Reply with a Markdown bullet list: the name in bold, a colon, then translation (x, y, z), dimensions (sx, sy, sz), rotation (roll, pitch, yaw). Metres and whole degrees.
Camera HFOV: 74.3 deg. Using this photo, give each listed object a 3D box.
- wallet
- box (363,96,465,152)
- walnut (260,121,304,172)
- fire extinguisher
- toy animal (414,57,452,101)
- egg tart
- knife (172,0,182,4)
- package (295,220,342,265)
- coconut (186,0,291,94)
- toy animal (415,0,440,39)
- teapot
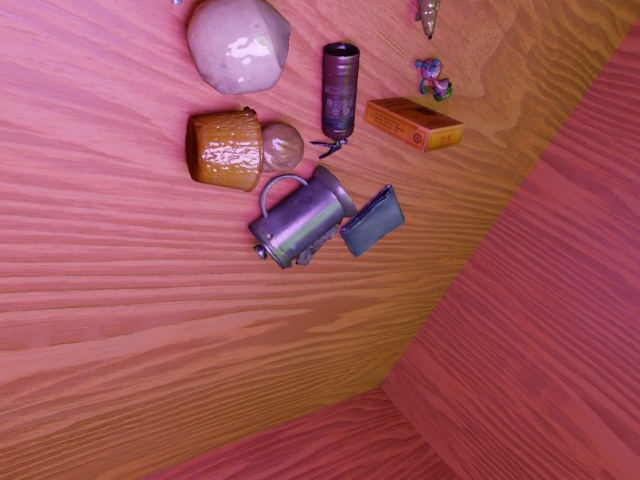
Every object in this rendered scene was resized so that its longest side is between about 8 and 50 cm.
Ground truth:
- **wallet**: translation (0.226, -0.067, 1.784), dimensions (0.290, 0.054, 0.251), rotation (-42, 144, -3)
- **box**: translation (0.293, -0.376, 1.349), dimensions (0.174, 0.274, 0.076), rotation (-20, 134, -33)
- **walnut**: translation (-0.122, -0.257, 1.163), dimensions (0.166, 0.149, 0.166), rotation (-16, 167, -4)
- **fire extinguisher**: translation (0.036, -0.386, 1.241), dimensions (0.137, 0.102, 0.344), rotation (-1, 135, -4)
- **toy animal**: translation (0.381, -0.548, 1.440), dimensions (0.103, 0.100, 0.208), rotation (-32, 159, 19)
- **egg tart**: translation (-0.231, -0.222, 1.037), dimensions (0.170, 0.215, 0.215), rotation (-5, 129, -30)
- **knife**: translation (-0.325, -0.532, 0.780), dimensions (0.028, 0.015, 0.210), rotation (-39, 145, 0)
- **package**: translation (0.000, 0.000, 1.610), dimensions (0.239, 0.030, 0.154), rotation (-51, 163, 6)
- **coconut**: translation (-0.165, -0.417, 0.904), dimensions (0.224, 0.224, 0.224), rotation (-27, 141, -25)
- **toy animal**: translation (0.318, -0.702, 1.201), dimensions (0.103, 0.101, 0.219), rotation (-8, 130, -44)
- **teapot**: translation (-0.085, -0.081, 1.349), dimensions (0.337, 0.200, 0.270), rotation (-40, 119, -6)
